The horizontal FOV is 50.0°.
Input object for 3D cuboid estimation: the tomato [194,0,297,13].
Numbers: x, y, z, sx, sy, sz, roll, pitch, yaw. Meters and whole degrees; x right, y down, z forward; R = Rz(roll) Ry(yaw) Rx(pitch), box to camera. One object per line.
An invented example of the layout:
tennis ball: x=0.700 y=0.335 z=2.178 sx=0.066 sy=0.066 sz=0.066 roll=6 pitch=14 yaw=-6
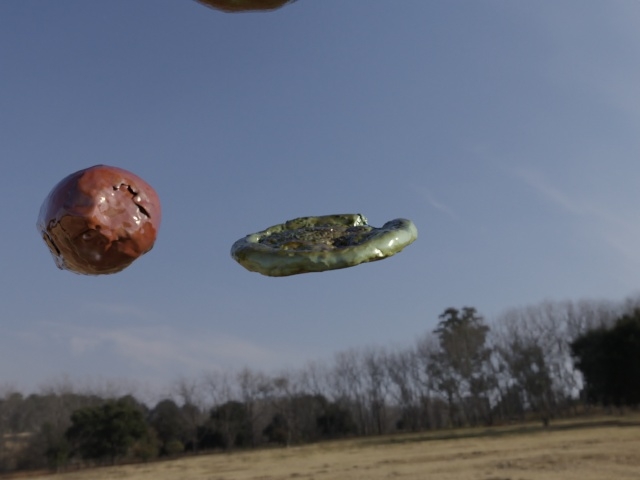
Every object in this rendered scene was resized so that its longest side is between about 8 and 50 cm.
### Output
tomato: x=-0.115 y=-0.469 z=0.980 sx=0.304 sy=0.239 sz=0.303 roll=1 pitch=-49 yaw=1

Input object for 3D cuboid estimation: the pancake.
pancake: x=0.000 y=0.000 z=0.893 sx=0.254 sy=0.037 sz=0.253 roll=-6 pitch=11 yaw=1

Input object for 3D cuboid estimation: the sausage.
sausage: x=-0.311 y=-0.023 z=0.952 sx=0.152 sy=0.151 sz=0.280 roll=2 pitch=-5 yaw=-26
